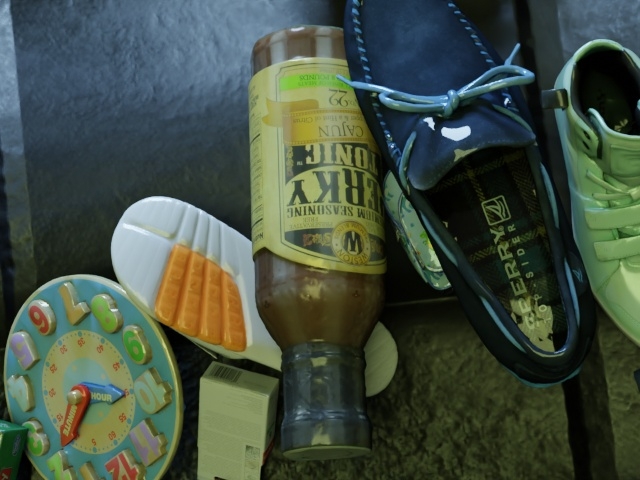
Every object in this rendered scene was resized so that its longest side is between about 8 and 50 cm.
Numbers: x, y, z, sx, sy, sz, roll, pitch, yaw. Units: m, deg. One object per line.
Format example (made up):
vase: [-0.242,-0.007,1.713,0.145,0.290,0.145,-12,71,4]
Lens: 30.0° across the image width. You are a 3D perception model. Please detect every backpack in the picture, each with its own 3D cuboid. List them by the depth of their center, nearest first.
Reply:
backpack: [0.107,-0.027,0.984,0.105,0.084,0.114,-33,76,6]

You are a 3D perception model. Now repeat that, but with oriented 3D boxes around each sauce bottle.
sauce bottle: [0.000,0.000,0.960,0.111,0.111,0.344,-8,73,12]

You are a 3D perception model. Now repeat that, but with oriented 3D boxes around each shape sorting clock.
shape sorting clock: [-0.204,0.132,1.043,0.206,0.040,0.206,6,101,29]

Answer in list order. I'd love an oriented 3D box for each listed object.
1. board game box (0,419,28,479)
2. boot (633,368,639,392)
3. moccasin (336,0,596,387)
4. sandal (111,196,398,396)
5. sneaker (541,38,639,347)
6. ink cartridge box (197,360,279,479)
board game box: [-0.435,0.237,1.099,0.317,0.046,0.214,12,88,18]
boot: [0.382,0.152,0.891,0.207,0.094,0.246,-35,87,13]
moccasin: [0.122,-0.062,0.883,0.137,0.117,0.342,-29,81,1]
sandal: [-0.063,0.064,1.022,0.265,0.076,0.102,30,69,-6]
sneaker: [0.235,-0.030,0.920,0.094,0.151,0.256,-18,84,10]
ink cartridge box: [-0.073,0.164,1.034,0.062,0.029,0.115,14,122,13]
